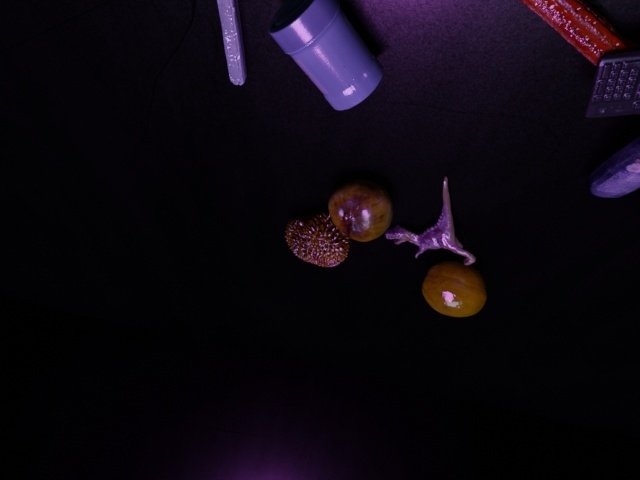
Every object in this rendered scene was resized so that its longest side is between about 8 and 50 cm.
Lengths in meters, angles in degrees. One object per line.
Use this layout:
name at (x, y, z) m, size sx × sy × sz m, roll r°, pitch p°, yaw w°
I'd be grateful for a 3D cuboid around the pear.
pear at (0.351, 0.126, 1.118) m, size 0.162 × 0.148 × 0.148 m, roll 20°, pitch 150°, yaw 8°

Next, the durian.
durian at (0.000, 0.000, 1.064) m, size 0.168 × 0.136 × 0.158 m, roll 40°, pitch 162°, yaw -24°

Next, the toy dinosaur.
toy dinosaur at (0.277, -0.021, 0.985) m, size 0.200 × 0.072 × 0.251 m, roll 32°, pitch 155°, yaw -12°

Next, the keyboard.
keyboard at (0.558, -0.214, 0.531) m, size 0.382 × 0.041 × 0.103 m, roll -5°, pitch 139°, yaw 14°

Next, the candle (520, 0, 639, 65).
candle at (0.363, -0.270, 0.561) m, size 0.330 × 0.048 × 0.051 m, roll 25°, pitch 124°, yaw -21°

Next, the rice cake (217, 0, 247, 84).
rice cake at (-0.139, -0.323, 0.674) m, size 0.029 × 0.033 × 0.170 m, roll 11°, pitch 150°, yaw 2°

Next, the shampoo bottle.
shampoo bottle at (0.515, -0.128, 0.671) m, size 0.087 × 0.049 × 0.233 m, roll 4°, pitch 166°, yaw 8°

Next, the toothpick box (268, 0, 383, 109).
toothpick box at (0.010, -0.281, 0.623) m, size 0.101 × 0.101 × 0.153 m, roll -13°, pitch 141°, yaw 36°

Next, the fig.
fig at (0.091, -0.065, 0.927) m, size 0.136 × 0.120 × 0.153 m, roll -4°, pitch 146°, yaw 34°
